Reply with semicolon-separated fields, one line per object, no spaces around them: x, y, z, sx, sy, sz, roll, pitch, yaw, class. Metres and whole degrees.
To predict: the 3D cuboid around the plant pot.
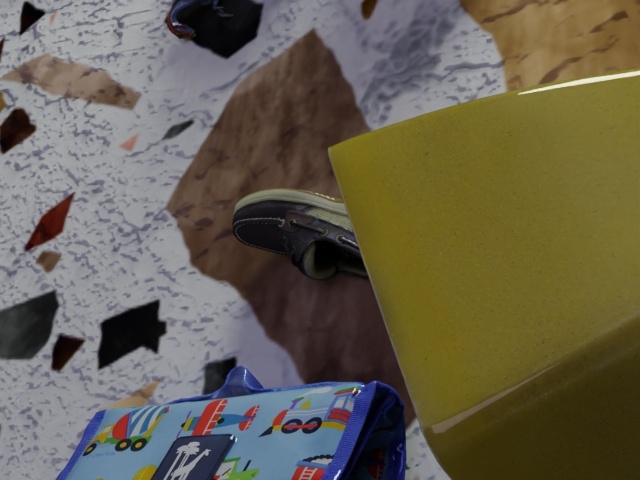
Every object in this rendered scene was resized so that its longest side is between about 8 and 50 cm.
0.151;0.037;0.874;0.187;0.212;0.212;-27;45;10;plant pot

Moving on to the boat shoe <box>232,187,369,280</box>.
0.000;0.000;1.112;0.152;0.056;0.049;2;59;37;boat shoe

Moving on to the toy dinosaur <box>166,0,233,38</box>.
-0.085;-0.194;1.328;0.082;0.047;0.090;-36;13;24;toy dinosaur

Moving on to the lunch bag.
-0.070;0.201;1.006;0.221;0.138;0.293;-12;43;32;lunch bag
